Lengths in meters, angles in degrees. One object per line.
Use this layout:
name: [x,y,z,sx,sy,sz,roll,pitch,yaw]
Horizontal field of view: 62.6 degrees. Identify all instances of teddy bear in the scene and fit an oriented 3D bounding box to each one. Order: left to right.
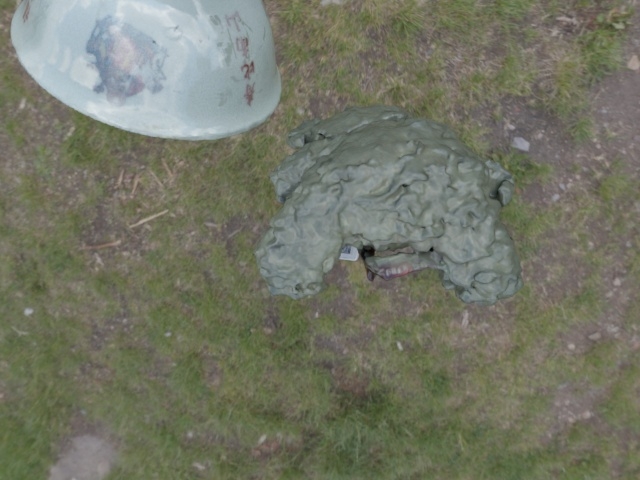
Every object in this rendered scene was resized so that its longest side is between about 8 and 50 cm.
teddy bear: [0.093,-0.084,0.770,0.356,0.368,0.225,0,120,1]

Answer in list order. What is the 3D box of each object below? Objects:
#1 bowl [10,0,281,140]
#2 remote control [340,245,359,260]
bowl: [-0.240,-0.373,0.814,0.434,0.435,0.196,22,135,-6]
remote control: [0.000,0.000,1.698,0.312,0.055,0.110,6,80,35]
